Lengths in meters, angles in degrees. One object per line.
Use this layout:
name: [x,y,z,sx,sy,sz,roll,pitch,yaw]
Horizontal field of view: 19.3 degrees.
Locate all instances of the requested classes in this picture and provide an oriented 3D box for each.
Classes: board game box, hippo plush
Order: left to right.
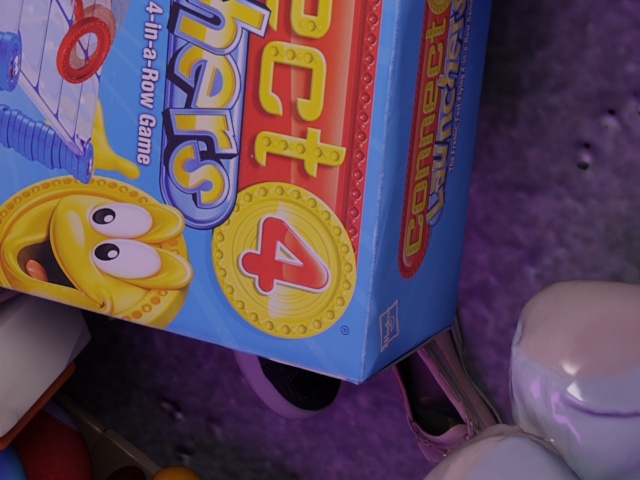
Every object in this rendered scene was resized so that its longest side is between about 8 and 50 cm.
board game box: [-0.085,-0.131,0.727,0.302,0.086,0.308,13,109,25]
hippo plush: [0.169,0.167,0.825,0.294,0.234,0.236,51,163,14]

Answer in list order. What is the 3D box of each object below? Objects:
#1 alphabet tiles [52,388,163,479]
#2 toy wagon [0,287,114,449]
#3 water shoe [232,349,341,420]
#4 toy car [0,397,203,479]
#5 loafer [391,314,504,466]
alphabet tiles: [-0.223,0.164,1.148,0.342,0.011,0.285,37,129,7]
toy wagon: [-0.240,0.042,0.924,0.344,0.267,0.068,35,149,65]
water shoe: [0.000,0.000,0.876,0.080,0.073,0.203,6,121,26]
toy car: [-0.102,0.165,0.983,0.238,0.219,0.210,-6,90,-10]
loafer: [0.055,0.078,0.910,0.045,0.039,0.125,-9,112,34]
